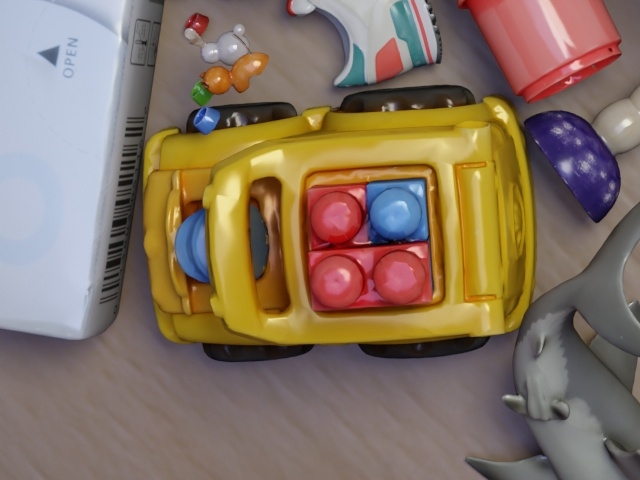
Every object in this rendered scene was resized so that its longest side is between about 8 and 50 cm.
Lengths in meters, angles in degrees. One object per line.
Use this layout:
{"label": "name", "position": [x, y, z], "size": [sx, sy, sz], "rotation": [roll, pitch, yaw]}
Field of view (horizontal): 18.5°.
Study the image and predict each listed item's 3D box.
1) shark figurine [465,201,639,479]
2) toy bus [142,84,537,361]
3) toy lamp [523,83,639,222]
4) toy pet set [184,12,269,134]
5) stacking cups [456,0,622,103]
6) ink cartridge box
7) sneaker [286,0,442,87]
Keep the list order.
{"label": "shark figurine", "position": [0.155, 0.064, 1.066], "size": [0.166, 0.278, 0.116], "rotation": [15, 56, 33]}
{"label": "toy bus", "position": [0.000, 0.000, 1.037], "size": [0.220, 0.211, 0.149], "rotation": [-4, 96, 9]}
{"label": "toy lamp", "position": [0.241, -0.116, 1.063], "size": [0.275, 0.080, 0.080], "rotation": [-37, 90, 8]}
{"label": "toy pet set", "position": [-0.057, -0.141, 1.058], "size": [0.065, 0.122, 0.114], "rotation": [32, 114, -25]}
{"label": "stacking cups", "position": [0.067, -0.226, 1.058], "size": [0.096, 0.096, 0.316], "rotation": [-27, 88, 8]}
{"label": "ink cartridge box", "position": [-0.285, -0.127, 1.120], "size": [0.385, 0.091, 0.308], "rotation": [9, 96, 5]}
{"label": "sneaker", "position": [0.008, -0.161, 1.097], "size": [0.075, 0.057, 0.161], "rotation": [-23, 95, 3]}
